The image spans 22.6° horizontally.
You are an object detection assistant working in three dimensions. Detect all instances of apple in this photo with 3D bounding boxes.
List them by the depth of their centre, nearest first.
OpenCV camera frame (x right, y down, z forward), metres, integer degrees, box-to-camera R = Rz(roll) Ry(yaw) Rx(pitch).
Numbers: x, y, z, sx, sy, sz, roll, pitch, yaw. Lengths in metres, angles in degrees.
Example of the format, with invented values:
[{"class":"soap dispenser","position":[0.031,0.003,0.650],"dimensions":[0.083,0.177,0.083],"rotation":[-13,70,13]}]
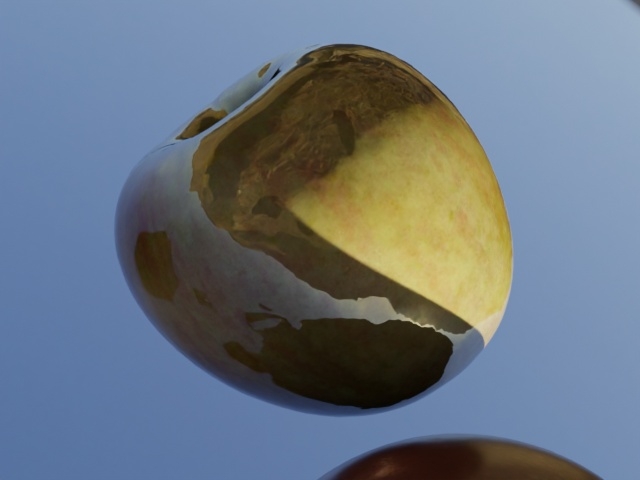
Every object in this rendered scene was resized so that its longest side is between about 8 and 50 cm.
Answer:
[{"class":"apple","position":[0.000,0.000,1.067],"dimensions":[0.234,0.256,0.257],"rotation":[57,-165,-18]}]

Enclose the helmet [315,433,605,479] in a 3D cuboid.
[{"class":"helmet","position":[0.084,0.238,0.977],"dimensions":[0.385,0.230,0.337],"rotation":[6,-162,-39]}]
